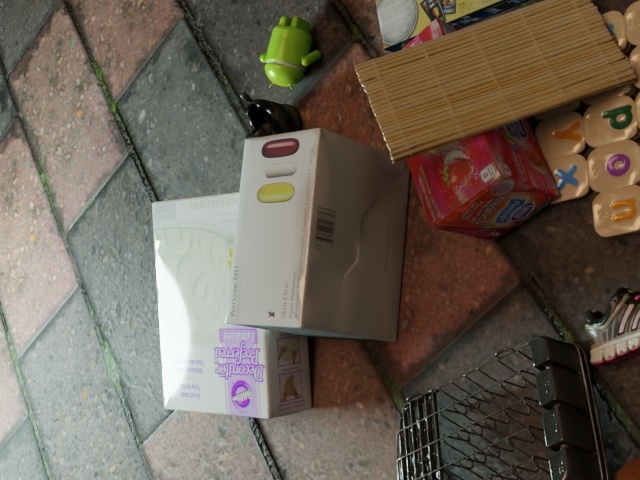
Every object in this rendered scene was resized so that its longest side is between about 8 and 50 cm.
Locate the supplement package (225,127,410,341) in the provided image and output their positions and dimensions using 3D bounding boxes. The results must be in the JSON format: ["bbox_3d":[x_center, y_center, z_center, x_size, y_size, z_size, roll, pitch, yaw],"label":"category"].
[{"bbox_3d":[0.000,0.000,1.349,0.145,0.204,0.262,-3,78,42],"label":"supplement package"}]

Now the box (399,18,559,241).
[{"bbox_3d":[0.186,-0.140,1.257,0.122,0.128,0.257,-39,54,36],"label":"box"}]

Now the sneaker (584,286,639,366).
[{"bbox_3d":[0.366,0.079,1.094,0.170,0.063,0.075,-35,64,36],"label":"sneaker"}]

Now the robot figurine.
[{"bbox_3d":[-0.052,-0.300,1.563,0.101,0.067,0.115,11,87,35],"label":"robot figurine"}]

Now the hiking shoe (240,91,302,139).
[{"bbox_3d":[-0.068,-0.126,1.502,0.086,0.114,0.227,-40,56,28],"label":"hiking shoe"}]

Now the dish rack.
[{"bbox_3d":[0.203,0.245,1.170,0.271,0.074,0.208,-34,41,37],"label":"dish rack"}]

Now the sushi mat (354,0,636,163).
[{"bbox_3d":[0.210,-0.205,1.181,0.316,0.019,0.151,-19,61,-3],"label":"sushi mat"}]

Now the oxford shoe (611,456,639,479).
[{"bbox_3d":[0.311,0.328,1.094,0.212,0.076,0.076,-50,24,20],"label":"oxford shoe"}]

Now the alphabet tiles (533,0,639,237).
[{"bbox_3d":[0.381,-0.150,1.166,0.278,0.021,0.284,-16,69,42],"label":"alphabet tiles"}]

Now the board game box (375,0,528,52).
[{"bbox_3d":[0.182,-0.382,1.371,0.243,0.042,0.165,-14,81,39],"label":"board game box"}]

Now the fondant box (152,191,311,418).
[{"bbox_3d":[-0.139,0.095,1.484,0.238,0.096,0.331,-4,90,42],"label":"fondant box"}]
